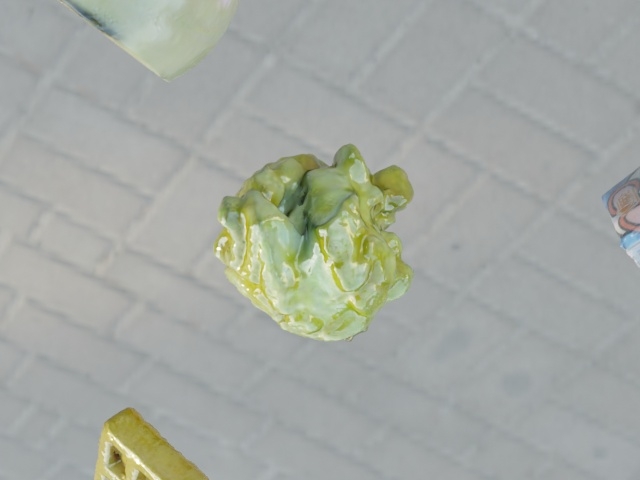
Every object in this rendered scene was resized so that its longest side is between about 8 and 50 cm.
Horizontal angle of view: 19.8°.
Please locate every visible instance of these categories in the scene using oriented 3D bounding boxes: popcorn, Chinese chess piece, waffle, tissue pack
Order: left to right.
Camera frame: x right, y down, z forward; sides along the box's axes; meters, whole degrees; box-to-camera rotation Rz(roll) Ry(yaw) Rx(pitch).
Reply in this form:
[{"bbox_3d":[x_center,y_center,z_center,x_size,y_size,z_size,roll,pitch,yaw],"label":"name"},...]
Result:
[{"bbox_3d":[-0.166,-0.212,1.235,0.251,0.251,0.097,35,92,-25],"label":"Chinese chess piece"},{"bbox_3d":[-0.114,0.212,1.280,0.125,0.032,0.191,36,139,25],"label":"waffle"},{"bbox_3d":[0.000,-0.001,1.762,0.187,0.185,0.167,10,137,16],"label":"popcorn"},{"bbox_3d":[0.342,-0.047,1.692,0.155,0.115,0.065,-36,110,14],"label":"tissue pack"}]
